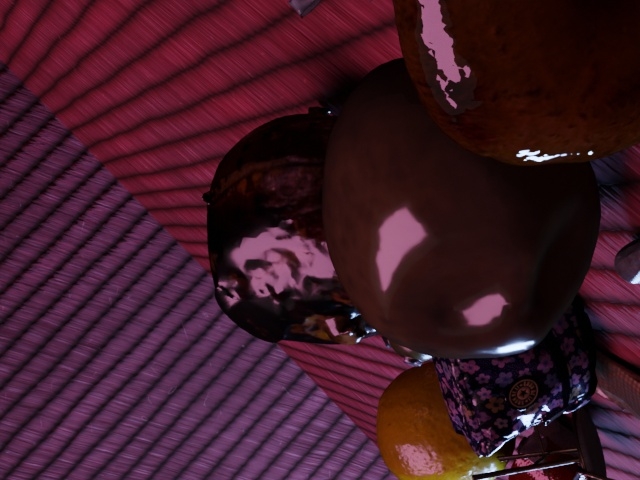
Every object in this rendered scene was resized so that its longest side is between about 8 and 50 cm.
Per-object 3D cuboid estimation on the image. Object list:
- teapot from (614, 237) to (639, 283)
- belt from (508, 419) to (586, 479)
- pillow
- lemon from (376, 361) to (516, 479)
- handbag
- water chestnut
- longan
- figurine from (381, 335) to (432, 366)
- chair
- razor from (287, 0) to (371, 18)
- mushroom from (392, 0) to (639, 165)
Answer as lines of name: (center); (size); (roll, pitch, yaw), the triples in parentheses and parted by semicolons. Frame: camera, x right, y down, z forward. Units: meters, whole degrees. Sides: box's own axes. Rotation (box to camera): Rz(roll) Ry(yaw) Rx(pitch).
teapot: (0.336, 0.009, 1.162); (0.043, 0.043, 0.110); (41, 162, 9)
belt: (0.386, 0.380, 1.936); (0.124, 0.128, 0.201); (37, 166, 22)
pillow: (0.410, 0.203, 1.539); (0.211, 0.034, 0.135); (30, 162, 47)
lemon: (0.234, 0.327, 2.007); (0.219, 0.240, 0.240); (-11, 129, 40)
handbag: (0.255, 0.160, 1.477); (0.127, 0.208, 0.228); (47, 159, 61)
water chestnut: (0.010, -0.045, 1.493); (0.335, 0.347, 0.335); (5, 147, 3)
longan: (0.135, -0.031, 1.138); (0.288, 0.288, 0.350); (35, 159, 31)
figurine: (0.157, 0.103, 1.732); (0.166, 0.141, 0.250); (41, 166, 14)
chair: (0.406, 0.329, 1.730); (0.326, 0.170, 0.160); (-15, 129, 21)
razor: (0.010, -0.286, 1.199); (0.111, 0.056, 0.278); (47, 173, -7)
mushroom: (0.146, -0.171, 0.737); (0.267, 0.267, 0.254); (46, 166, -11)
